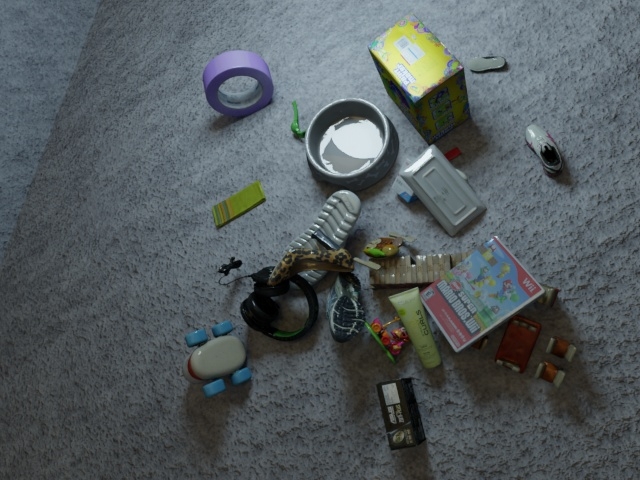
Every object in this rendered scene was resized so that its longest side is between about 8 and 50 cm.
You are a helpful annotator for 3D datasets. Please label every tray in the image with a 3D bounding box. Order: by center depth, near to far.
[{"bbox_3d":[0.389,-0.156,1.390,0.145,0.030,0.270,-41,95,8],"label":"tray"}]

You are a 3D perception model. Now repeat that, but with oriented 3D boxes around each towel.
[{"bbox_3d":[-0.334,-0.150,1.785,0.237,0.021,0.102,-29,66,13],"label":"towel"}]

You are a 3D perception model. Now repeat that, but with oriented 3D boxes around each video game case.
[{"bbox_3d":[0.438,0.150,1.231,0.285,0.025,0.204,-41,55,16],"label":"video game case"}]

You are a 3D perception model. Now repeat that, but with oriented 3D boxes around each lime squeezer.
[{"bbox_3d":[-0.046,-0.441,1.741,0.110,0.059,0.310,-32,59,-25],"label":"lime squeezer"}]

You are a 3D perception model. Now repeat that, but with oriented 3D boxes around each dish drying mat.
[{"bbox_3d":[0.435,-0.285,1.499,0.083,0.008,0.032,-31,64,13],"label":"dish drying mat"}]

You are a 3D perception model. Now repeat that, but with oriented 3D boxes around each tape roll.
[{"bbox_3d":[-0.332,-0.630,1.787,0.275,0.275,0.090,-22,66,16],"label":"tape roll"}]

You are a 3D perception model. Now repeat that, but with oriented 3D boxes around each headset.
[{"bbox_3d":[-0.184,0.185,1.552,0.394,0.185,0.243,27,108,12],"label":"headset"}]

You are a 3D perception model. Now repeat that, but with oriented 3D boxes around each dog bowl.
[{"bbox_3d":[0.101,-0.353,1.586,0.349,0.102,0.348,-3,77,15],"label":"dog bowl"}]

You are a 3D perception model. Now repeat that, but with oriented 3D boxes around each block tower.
[{"bbox_3d":[0.311,0.098,1.389,0.335,0.097,0.091,-6,71,23],"label":"block tower"}]

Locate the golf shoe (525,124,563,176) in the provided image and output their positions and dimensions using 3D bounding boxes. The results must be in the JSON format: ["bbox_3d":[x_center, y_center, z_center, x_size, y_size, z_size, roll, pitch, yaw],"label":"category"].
[{"bbox_3d":[0.687,-0.288,1.348,0.067,0.086,0.186,-27,64,16],"label":"golf shoe"}]

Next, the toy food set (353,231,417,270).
[{"bbox_3d":[0.203,0.017,1.420,0.192,0.038,0.132,-35,33,-28],"label":"toy food set"}]

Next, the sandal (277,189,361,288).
[{"bbox_3d":[0.011,0.011,1.545,0.169,0.102,0.416,45,108,13],"label":"sandal"}]

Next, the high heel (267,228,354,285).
[{"bbox_3d":[-0.026,0.097,1.409,0.186,0.093,0.261,41,71,19],"label":"high heel"}]

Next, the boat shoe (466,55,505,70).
[{"bbox_3d":[0.573,-0.615,1.523,0.125,0.038,0.046,4,118,30],"label":"boat shoe"}]

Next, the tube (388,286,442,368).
[{"bbox_3d":[0.287,0.261,1.306,0.070,0.062,0.240,-25,97,-24],"label":"tube"}]

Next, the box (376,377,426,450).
[{"bbox_3d":[0.233,0.494,1.272,0.077,0.147,0.180,-18,69,18],"label":"box"}]

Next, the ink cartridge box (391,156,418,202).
[{"bbox_3d":[0.304,-0.203,1.470,0.088,0.052,0.122,49,135,30],"label":"ink cartridge box"}]

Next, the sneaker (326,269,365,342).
[{"bbox_3d":[0.070,0.226,1.401,0.122,0.110,0.283,-57,12,34],"label":"sneaker"}]

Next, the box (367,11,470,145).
[{"bbox_3d":[0.334,-0.525,1.463,0.177,0.279,0.290,-35,63,10],"label":"box"}]

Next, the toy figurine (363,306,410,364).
[{"bbox_3d":[0.243,0.270,1.369,0.159,0.130,0.173,-35,85,0],"label":"toy figurine"}]

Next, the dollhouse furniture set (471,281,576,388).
[{"bbox_3d":[0.572,0.240,1.236,0.262,0.135,0.259,22,95,28],"label":"dollhouse furniture set"}]

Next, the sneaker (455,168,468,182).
[{"bbox_3d":[0.405,-0.203,1.458,0.152,0.058,0.084,33,86,30],"label":"sneaker"}]

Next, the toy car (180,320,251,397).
[{"bbox_3d":[-0.402,0.438,1.574,0.238,0.210,0.219,-34,75,42],"label":"toy car"}]
